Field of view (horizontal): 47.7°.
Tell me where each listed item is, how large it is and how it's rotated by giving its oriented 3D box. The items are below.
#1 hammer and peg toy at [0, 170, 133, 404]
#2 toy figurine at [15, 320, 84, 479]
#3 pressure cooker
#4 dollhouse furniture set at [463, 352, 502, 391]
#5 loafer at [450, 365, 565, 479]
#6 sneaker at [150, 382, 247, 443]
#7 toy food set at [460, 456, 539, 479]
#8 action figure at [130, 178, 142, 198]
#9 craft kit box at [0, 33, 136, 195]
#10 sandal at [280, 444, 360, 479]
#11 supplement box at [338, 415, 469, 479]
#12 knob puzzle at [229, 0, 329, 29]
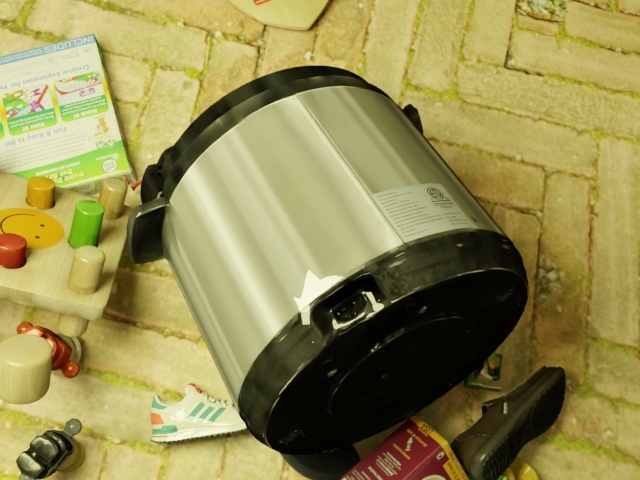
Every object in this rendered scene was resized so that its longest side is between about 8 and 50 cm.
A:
[{"bbox_3d":[-0.387,0.017,0.893,0.265,0.127,0.361,16,29,-13],"label":"hammer and peg toy"},{"bbox_3d":[-0.417,0.216,0.944,0.212,0.148,0.210,-7,79,-7],"label":"toy figurine"},{"bbox_3d":[0.003,-0.004,0.897,0.375,0.370,0.420,-41,58,12],"label":"pressure cooker"},{"bbox_3d":[0.233,0.163,0.983,0.058,0.152,0.076,9,71,1],"label":"dollhouse furniture set"},{"bbox_3d":[0.256,0.234,0.986,0.220,0.080,0.078,-30,35,-33],"label":"loafer"},{"bbox_3d":[-0.155,0.230,0.991,0.161,0.057,0.076,-8,79,-3],"label":"sneaker"},{"bbox_3d":[0.230,0.388,0.953,0.128,0.071,0.218,13,72,1],"label":"toy food set"},{"bbox_3d":[-0.235,-0.105,1.109,0.115,0.030,0.038,-39,84,-18],"label":"action figure"},{"bbox_3d":[-0.434,-0.173,1.109,0.249,0.061,0.247,-16,71,-8],"label":"craft kit box"},{"bbox_3d":[-0.040,0.220,0.979,0.254,0.054,0.097,49,41,12],"label":"sandal"},{"bbox_3d":[0.093,0.334,0.936,0.188,0.080,0.104,-38,117,-13],"label":"supplement box"},{"bbox_3d":[-0.064,-0.429,1.220,0.213,0.030,0.213,1,72,-3],"label":"knob puzzle"}]
